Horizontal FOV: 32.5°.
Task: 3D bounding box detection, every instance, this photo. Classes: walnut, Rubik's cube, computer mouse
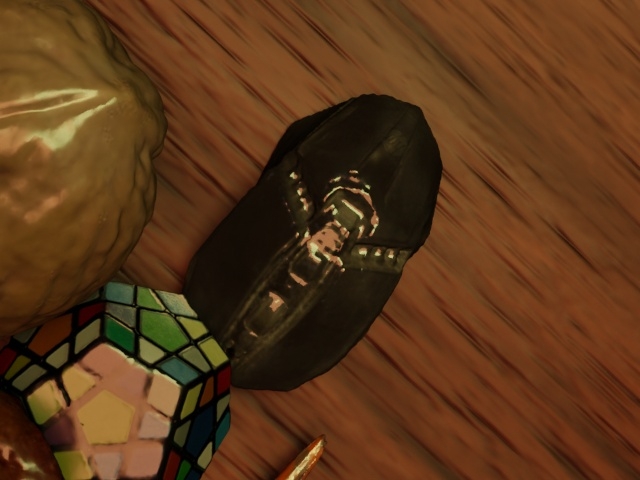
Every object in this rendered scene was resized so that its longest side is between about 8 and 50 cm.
[{"bbox_3d":[-0.166,-0.038,0.532,0.178,0.230,0.178,16,68,-46],"label":"walnut"},{"bbox_3d":[-0.111,0.085,0.588,0.112,0.133,0.133,17,91,21],"label":"Rubik's cube"},{"bbox_3d":[0.000,0.000,0.620,0.106,0.062,0.192,38,87,-6],"label":"computer mouse"}]

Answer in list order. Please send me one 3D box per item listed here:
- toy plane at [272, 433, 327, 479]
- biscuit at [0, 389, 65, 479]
[{"bbox_3d":[-0.062,0.184,0.631,0.135,0.062,0.188,42,74,-6],"label":"toy plane"},{"bbox_3d":[-0.167,0.147,0.557,0.049,0.192,0.192,-25,96,-37],"label":"biscuit"}]
